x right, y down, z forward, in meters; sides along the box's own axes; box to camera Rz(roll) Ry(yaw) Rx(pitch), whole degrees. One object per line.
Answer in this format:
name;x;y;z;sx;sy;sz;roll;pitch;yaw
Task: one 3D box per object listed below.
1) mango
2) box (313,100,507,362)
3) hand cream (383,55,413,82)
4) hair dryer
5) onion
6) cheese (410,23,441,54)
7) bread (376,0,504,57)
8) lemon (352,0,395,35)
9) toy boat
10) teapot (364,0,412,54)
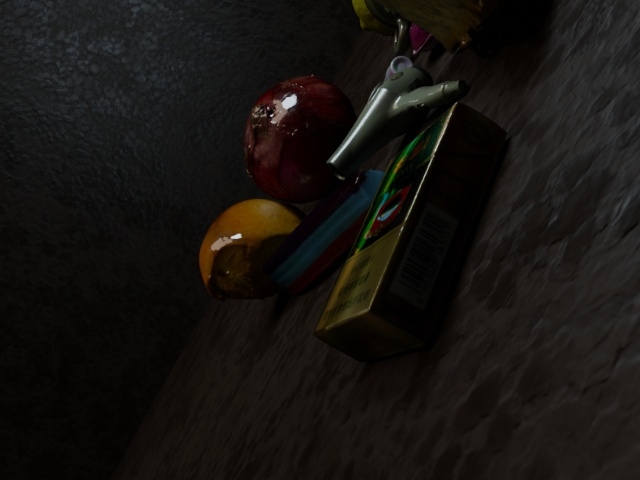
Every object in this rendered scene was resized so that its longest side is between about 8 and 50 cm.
mango;-0.115;0.003;1.384;0.201;0.199;0.350;-25;11;26
box;0.087;-0.004;0.671;0.240;0.071;0.159;-64;8;-24
hand cream;0.147;-0.317;1.359;0.076;0.047;0.174;-63;2;-15
hair dryer;0.103;-0.169;0.995;0.219;0.088;0.225;-44;19;6
onion;-0.046;-0.216;1.424;0.276;0.276;0.276;-57;10;17
cheese;0.213;-0.412;1.222;0.155;0.062;0.244;-55;9;20
bread;0.130;-0.335;0.892;0.315;0.248;0.279;-51;-2;-35
lemon;0.177;-0.580;1.528;0.248;0.184;0.184;-45;16;28
toy boat;0.000;0.000;1.111;0.392;0.079;0.136;-42;20;53
teapot;0.178;-0.521;1.364;0.175;0.185;0.268;-89;4;-76
